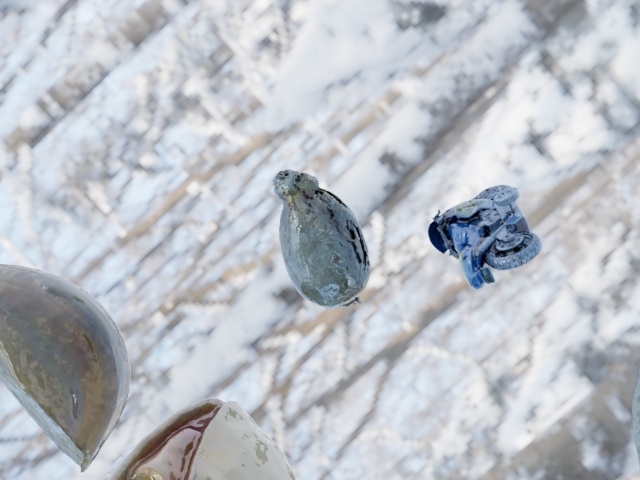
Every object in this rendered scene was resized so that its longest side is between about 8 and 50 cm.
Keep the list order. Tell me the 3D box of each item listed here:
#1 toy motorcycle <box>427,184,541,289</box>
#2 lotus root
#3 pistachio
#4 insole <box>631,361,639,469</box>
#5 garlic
[{"bbox_3d":[0.216,-0.007,2.164,0.254,0.135,0.092,-103,-13,-67],"label":"toy motorcycle"},{"bbox_3d":[0.001,0.001,1.662,0.088,0.088,0.165,-94,-16,-67],"label":"lotus root"},{"bbox_3d":[-0.139,0.293,1.771,0.230,0.230,0.309,50,-162,8],"label":"pistachio"},{"bbox_3d":[0.244,0.137,1.139,0.006,0.065,0.193,27,-129,-26],"label":"insole"},{"bbox_3d":[-0.220,0.085,1.332,0.196,0.101,0.087,51,156,-1],"label":"garlic"}]
